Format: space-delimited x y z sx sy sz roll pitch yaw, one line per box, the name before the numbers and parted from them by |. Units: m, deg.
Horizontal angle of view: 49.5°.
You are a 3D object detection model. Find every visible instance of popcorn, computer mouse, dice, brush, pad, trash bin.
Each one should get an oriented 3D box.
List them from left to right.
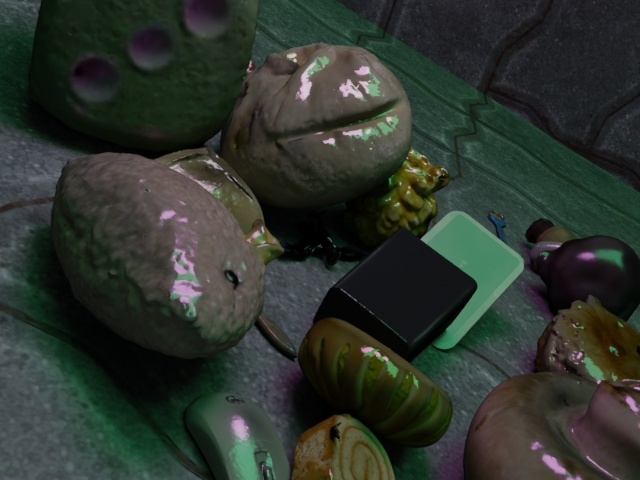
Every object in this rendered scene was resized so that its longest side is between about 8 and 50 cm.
dice | -0.299 -0.353 1.167 0.322 0.330 0.318 13 26 -24
computer mouse | -0.082 0.228 0.757 0.089 0.056 0.181 0 42 -38
brush | -0.098 0.095 0.987 0.196 0.021 0.070 44 32 20
popcorn | 0.136 -0.085 1.328 0.170 0.189 0.218 26 30 -17
trash bin | 0.116 0.097 1.081 0.165 0.115 0.225 39 36 15
pad | 0.234 0.063 1.240 0.176 0.002 0.266 41 61 16
brush | 0.449 -0.030 1.740 0.051 0.014 0.164 26 30 -9

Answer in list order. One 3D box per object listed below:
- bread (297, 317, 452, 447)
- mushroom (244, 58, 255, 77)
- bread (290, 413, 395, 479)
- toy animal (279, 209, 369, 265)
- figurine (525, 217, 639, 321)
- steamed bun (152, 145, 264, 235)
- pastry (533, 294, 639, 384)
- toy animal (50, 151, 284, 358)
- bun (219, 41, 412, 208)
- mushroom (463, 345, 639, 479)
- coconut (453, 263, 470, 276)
bread | 0.066 0.185 0.879 0.213 0.104 0.213 35 -11 8
mushroom | -0.172 -0.359 1.577 0.109 0.085 0.126 56 5 -26
bread | 0.031 0.262 0.767 0.122 0.073 0.149 45 20 -18
toy animal | 0.000 0.000 1.214 0.220 0.062 0.108 0 59 -46
figurine | 0.564 0.070 1.576 0.218 0.206 0.365 47 -2 -19
steamed bun | -0.195 -0.082 1.086 0.212 0.110 0.231 -7 44 -50
pastry | 0.512 0.249 1.224 0.330 0.136 0.329 25 30 -15
toy animal | -0.198 0.013 0.846 0.358 0.188 0.226 47 21 28
bun | -0.016 -0.221 1.228 0.365 0.219 0.365 -13 38 11
mushroom | 0.359 0.281 0.836 0.362 0.294 0.362 20 19 -7
coconut | 0.243 0.084 1.286 0.082 0.083 0.081 19 60 -61
